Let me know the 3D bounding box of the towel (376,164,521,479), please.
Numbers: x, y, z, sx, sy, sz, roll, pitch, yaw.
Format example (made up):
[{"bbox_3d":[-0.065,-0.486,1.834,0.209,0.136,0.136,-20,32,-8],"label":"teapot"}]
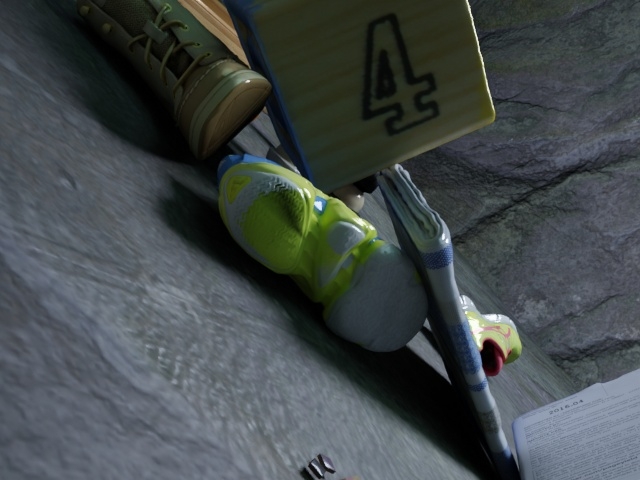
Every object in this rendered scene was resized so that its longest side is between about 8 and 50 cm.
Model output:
[{"bbox_3d":[0.127,0.077,0.749,0.209,0.034,0.285,-106,174,-67],"label":"towel"}]

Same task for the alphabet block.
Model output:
[{"bbox_3d":[0.034,-0.189,0.787,0.192,0.197,0.194,-122,-170,-61],"label":"alphabet block"}]

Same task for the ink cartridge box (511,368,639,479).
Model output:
[{"bbox_3d":[0.313,0.198,0.628,0.151,0.269,0.395,64,12,-1],"label":"ink cartridge box"}]

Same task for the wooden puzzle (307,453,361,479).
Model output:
[{"bbox_3d":[0.024,0.153,0.425,0.083,0.006,0.049,52,12,24],"label":"wooden puzzle"}]

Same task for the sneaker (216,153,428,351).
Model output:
[{"bbox_3d":[0.000,0.000,0.667,0.240,0.091,0.126,45,3,-37],"label":"sneaker"}]

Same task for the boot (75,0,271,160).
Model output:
[{"bbox_3d":[-0.143,-0.180,0.722,0.203,0.095,0.262,47,4,-8],"label":"boot"}]

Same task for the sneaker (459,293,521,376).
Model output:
[{"bbox_3d":[0.219,0.147,1.040,0.208,0.081,0.094,25,30,-47],"label":"sneaker"}]

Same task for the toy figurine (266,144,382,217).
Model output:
[{"bbox_3d":[-0.010,-0.144,1.028,0.209,0.148,0.213,47,11,36],"label":"toy figurine"}]

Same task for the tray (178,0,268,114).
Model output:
[{"bbox_3d":[-0.165,-0.334,1.273,0.203,0.076,0.411,53,13,30],"label":"tray"}]
